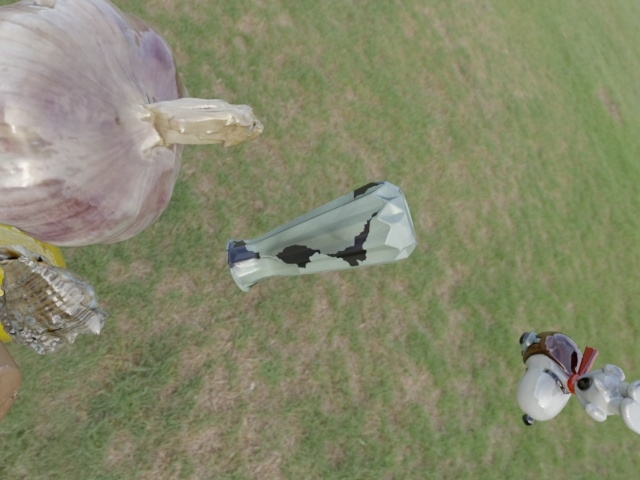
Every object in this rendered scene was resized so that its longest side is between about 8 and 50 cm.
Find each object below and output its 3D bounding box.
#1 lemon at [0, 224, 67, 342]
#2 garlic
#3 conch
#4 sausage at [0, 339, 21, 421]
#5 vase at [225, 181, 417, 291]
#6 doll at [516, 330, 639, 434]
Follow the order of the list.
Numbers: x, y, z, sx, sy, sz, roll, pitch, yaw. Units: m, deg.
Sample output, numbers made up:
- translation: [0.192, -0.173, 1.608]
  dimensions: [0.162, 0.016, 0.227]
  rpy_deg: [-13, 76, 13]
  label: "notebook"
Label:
- translation: [-0.684, 0.083, 1.255]
  dimensions: [0.293, 0.293, 0.293]
  rpy_deg: [26, 51, -36]
  label: "lemon"
- translation: [-0.178, -0.106, 0.556]
  dimensions: [0.245, 0.253, 0.245]
  rpy_deg: [7, 90, -75]
  label: "garlic"
- translation: [-0.434, 0.089, 0.948]
  dimensions: [0.245, 0.178, 0.163]
  rpy_deg: [75, 19, -49]
  label: "conch"
- translation: [-0.366, 0.081, 0.524]
  dimensions: [0.253, 0.123, 0.123]
  rpy_deg: [46, 34, 21]
  label: "sausage"
- translation: [0.000, 0.000, 1.171]
  dimensions: [0.165, 0.360, 0.165]
  rpy_deg: [-16, 90, -77]
  label: "vase"
- translation: [0.147, 0.078, 0.337]
  dimensions: [0.040, 0.085, 0.058]
  rpy_deg: [34, 60, -21]
  label: "doll"
